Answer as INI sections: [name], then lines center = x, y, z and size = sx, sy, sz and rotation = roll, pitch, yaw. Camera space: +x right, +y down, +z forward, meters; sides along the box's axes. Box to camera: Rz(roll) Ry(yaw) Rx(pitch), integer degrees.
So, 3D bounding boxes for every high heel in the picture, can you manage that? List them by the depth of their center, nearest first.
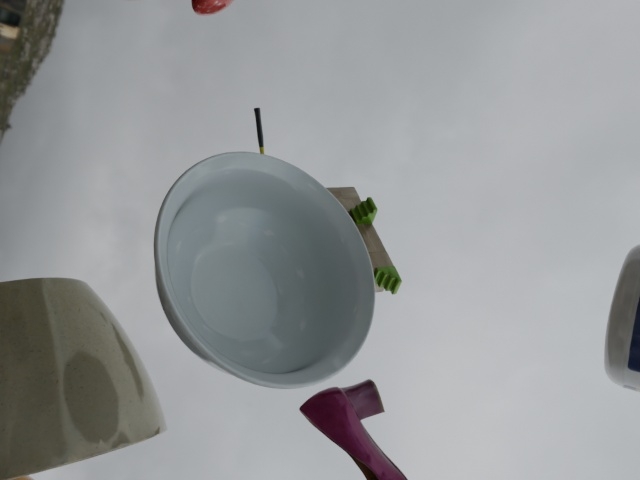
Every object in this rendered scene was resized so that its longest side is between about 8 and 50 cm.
[high heel]
center = 0.080, 0.498, 1.109
size = 0.127, 0.181, 0.377
rotation = -47, -122, 61

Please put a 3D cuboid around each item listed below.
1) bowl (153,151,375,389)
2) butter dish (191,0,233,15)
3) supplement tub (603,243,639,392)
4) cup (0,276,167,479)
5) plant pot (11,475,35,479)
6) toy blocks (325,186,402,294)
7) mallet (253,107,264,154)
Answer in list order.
[bowl]
center = -0.085, 0.048, 0.657
size = 0.134, 0.298, 0.298
rotation = -35, -125, 45
[butter dish]
center = -0.094, -0.207, 0.338
size = 0.160, 0.160, 0.118
rotation = -1, -59, 55
[supplement tub]
center = 0.590, 0.136, 0.722
size = 0.316, 0.228, 0.228
rotation = 12, -91, 37
[cup]
center = -0.401, 0.185, 0.724
size = 0.331, 0.331, 0.237
rotation = -25, -107, 45
[plant pot]
center = -0.588, 0.478, 0.913
size = 0.205, 0.188, 0.205
rotation = 21, 90, -89
[toy blocks]
center = 0.000, 0.000, 1.287
size = 0.190, 0.261, 0.381
rotation = 106, -28, -43
[mallet]
center = -0.140, -0.213, 1.222
size = 0.062, 0.039, 0.189
rotation = -151, -127, -69
